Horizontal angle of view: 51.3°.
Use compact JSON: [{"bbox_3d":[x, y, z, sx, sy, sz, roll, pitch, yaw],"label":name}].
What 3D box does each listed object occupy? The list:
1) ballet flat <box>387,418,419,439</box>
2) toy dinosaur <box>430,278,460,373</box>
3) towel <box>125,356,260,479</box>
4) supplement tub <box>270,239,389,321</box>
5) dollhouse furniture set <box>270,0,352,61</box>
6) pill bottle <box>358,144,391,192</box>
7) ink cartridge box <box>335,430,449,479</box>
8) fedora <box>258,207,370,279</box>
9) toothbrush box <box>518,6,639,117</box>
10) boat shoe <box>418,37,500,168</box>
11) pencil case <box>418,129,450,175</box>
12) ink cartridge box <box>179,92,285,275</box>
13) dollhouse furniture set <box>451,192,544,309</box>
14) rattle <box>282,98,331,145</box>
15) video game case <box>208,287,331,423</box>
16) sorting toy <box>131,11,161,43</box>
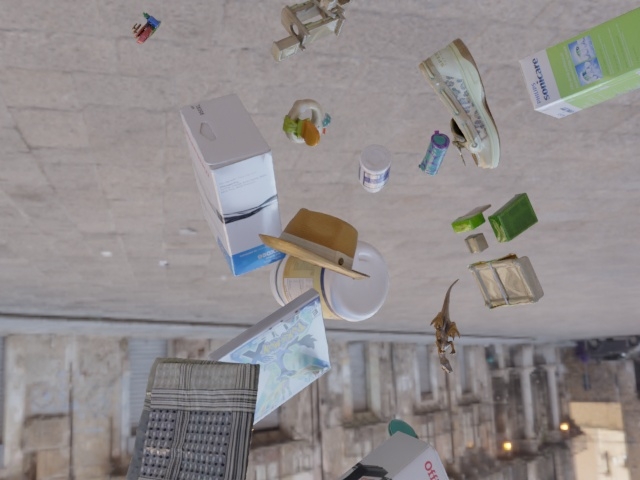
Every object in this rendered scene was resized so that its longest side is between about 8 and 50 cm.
[{"bbox_3d":[0.264,0.622,1.982,0.083,0.087,0.247,-5,-168,-18],"label":"ballet flat"},{"bbox_3d":[0.265,0.176,1.436,0.064,0.211,0.112,7,171,6],"label":"toy dinosaur"},{"bbox_3d":[-0.247,0.370,1.218,0.324,0.312,0.056,-8,159,42],"label":"towel"},{"bbox_3d":[0.019,0.116,1.954,0.228,0.228,0.316,6,174,-38],"label":"supplement tub"},{"bbox_3d":[-0.036,-0.512,1.474,0.182,0.101,0.161,-30,167,-24],"label":"dollhouse furniture set"},{"bbox_3d":[0.114,-0.148,1.417,0.067,0.067,0.120,-2,160,1],"label":"pill bottle"},{"bbox_3d":[0.127,0.584,1.386,0.307,0.223,0.129,-30,-166,-26],"label":"ink cartridge box"},{"bbox_3d":[0.000,0.000,1.045,0.194,0.079,0.194,20,177,1],"label":"fedora"},{"bbox_3d":[0.597,-0.370,1.407,0.283,0.122,0.206,-21,172,34],"label":"toothbrush box"},{"bbox_3d":[0.258,-0.234,1.220,0.089,0.104,0.285,-25,131,8],"label":"boat shoe"},{"bbox_3d":[0.361,-0.274,2.114,0.065,0.070,0.151,-5,150,-11],"label":"pencil case"},{"bbox_3d":[-0.233,-0.148,1.798,0.166,0.285,0.395,-20,139,-14],"label":"ink cartridge box"},{"bbox_3d":[0.555,0.037,1.995,0.151,0.301,0.197,-32,-169,-35],"label":"dollhouse furniture set"},{"bbox_3d":[0.004,-0.299,1.794,0.143,0.130,0.200,17,179,34],"label":"rattle"},{"bbox_3d":[-0.119,0.318,1.741,0.329,0.300,0.036,-32,-136,-26],"label":"video game case"},{"bbox_3d":[-0.400,-0.490,1.525,0.042,0.102,0.061,40,120,-17],"label":"sorting toy"}]
